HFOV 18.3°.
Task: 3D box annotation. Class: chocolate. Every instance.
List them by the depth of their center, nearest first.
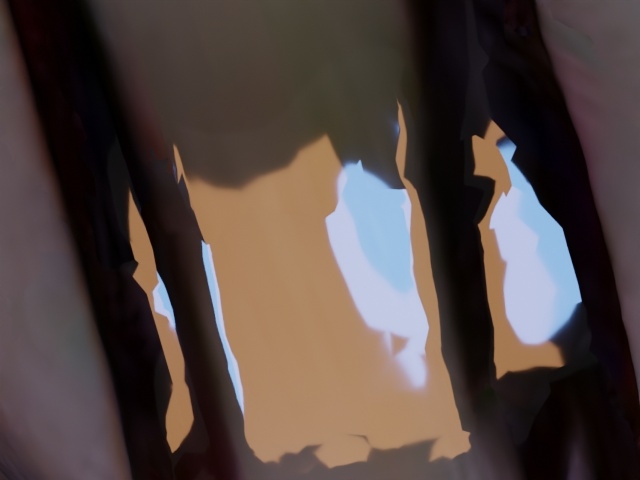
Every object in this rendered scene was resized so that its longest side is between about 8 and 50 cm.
[{"bbox_3d":[0.000,0.000,0.557,0.283,0.186,0.284,0,90,-12],"label":"chocolate"}]
